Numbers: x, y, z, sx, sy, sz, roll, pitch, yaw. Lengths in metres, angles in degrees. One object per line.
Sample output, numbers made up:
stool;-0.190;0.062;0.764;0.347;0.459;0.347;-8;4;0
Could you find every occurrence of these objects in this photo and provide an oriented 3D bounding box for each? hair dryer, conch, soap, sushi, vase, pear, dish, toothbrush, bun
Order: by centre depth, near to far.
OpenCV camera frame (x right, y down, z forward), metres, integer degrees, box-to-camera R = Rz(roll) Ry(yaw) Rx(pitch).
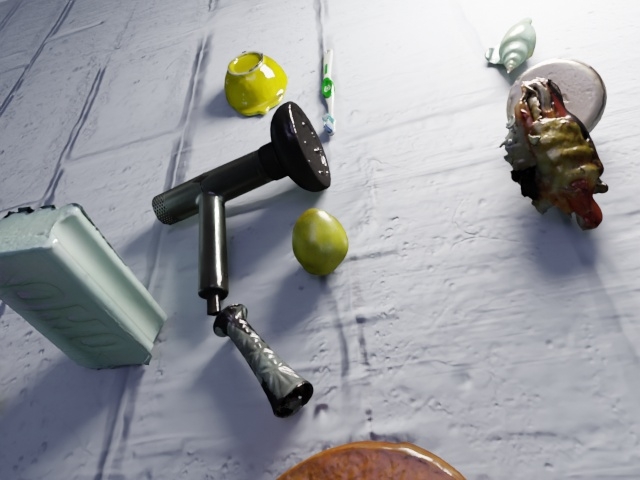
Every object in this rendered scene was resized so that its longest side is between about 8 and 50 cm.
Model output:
vase;-0.081;0.155;0.616;0.059;0.059;0.167;-40;51;-12
sushi;0.312;-0.114;0.636;0.097;0.103;0.225;-12;74;-28
soap;-0.337;0.078;0.643;0.150;0.261;0.094;-4;43;18
pear;0.000;0.000;0.688;0.092;0.096;0.092;-3;21;1
bun;0.364;-0.204;0.720;0.138;0.094;0.138;-2;85;26
hair dryer;-0.116;-0.036;0.780;0.321;0.156;0.283;-30;69;13
conch;0.361;-0.358;0.863;0.065;0.088;0.180;36;55;-10
toothbrush;0.018;-0.322;0.976;0.030;0.030;0.303;-10;48;12
dish;-0.154;-0.366;1.035;0.149;0.080;0.207;-24;48;2

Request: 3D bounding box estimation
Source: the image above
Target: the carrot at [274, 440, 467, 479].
carrot;0.028;0.332;0.428;0.307;0.100;0.258;-42;53;-5
